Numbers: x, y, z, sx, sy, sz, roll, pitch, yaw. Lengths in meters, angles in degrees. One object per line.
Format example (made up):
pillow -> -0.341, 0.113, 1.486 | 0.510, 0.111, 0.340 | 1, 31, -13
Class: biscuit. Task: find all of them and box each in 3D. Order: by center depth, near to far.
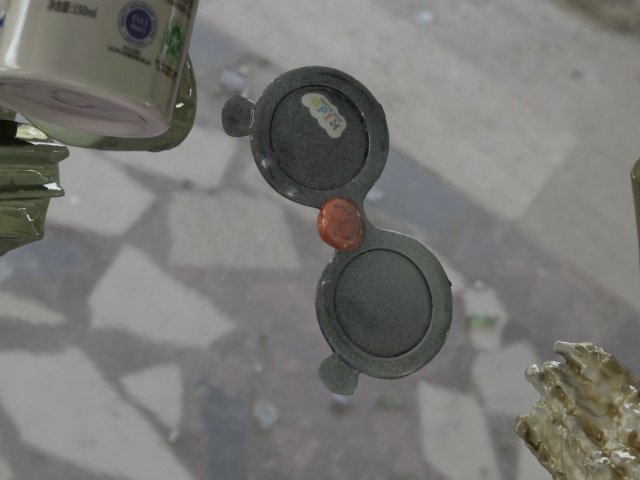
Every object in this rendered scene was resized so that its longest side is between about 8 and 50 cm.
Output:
biscuit -> 0.190, 0.147, 0.871 | 0.239, 0.062, 0.108 | 42, 8, -28

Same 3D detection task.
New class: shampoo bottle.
shampoo bottle -> -0.080, -0.203, 0.837 | 0.092, 0.092, 0.303 | 14, 80, -17

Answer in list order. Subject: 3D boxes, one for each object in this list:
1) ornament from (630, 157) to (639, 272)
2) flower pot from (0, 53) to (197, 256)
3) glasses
ornament -> 0.258, 0.000, 1.272 | 0.061, 0.245, 0.230 | 7, 53, 24
flower pot -> -0.263, -0.147, 1.594 | 0.165, 0.368, 0.254 | -1, 69, -45
glasses -> 0.000, 0.000, 1.408 | 0.118, 0.268, 0.234 | -22, 87, -10
